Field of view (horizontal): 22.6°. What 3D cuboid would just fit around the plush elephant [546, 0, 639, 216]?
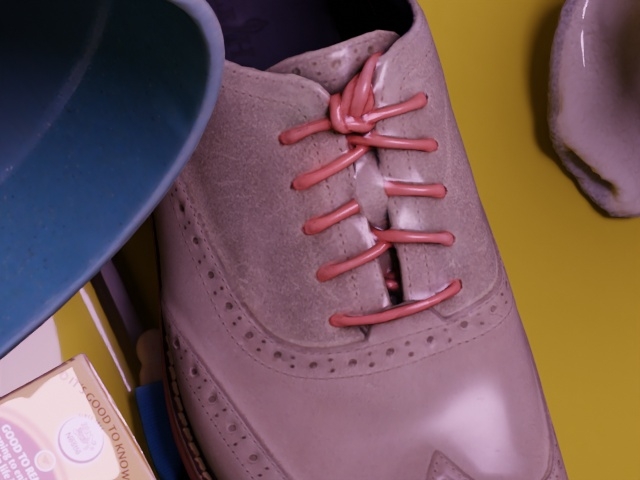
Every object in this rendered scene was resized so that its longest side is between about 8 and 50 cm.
[{"bbox_3d":[0.248,-0.068,0.638,0.272,0.255,0.330,-2,39,-16],"label":"plush elephant"}]

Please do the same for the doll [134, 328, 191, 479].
[{"bbox_3d":[-0.012,0.068,0.599,0.129,0.046,0.189,33,65,-2],"label":"doll"}]

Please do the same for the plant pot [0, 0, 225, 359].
[{"bbox_3d":[-0.211,-0.072,0.442,0.272,0.271,0.255,-32,76,-26],"label":"plant pot"}]

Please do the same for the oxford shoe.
[{"bbox_3d":[0.000,0.000,0.532,0.123,0.130,0.348,-19,70,-16],"label":"oxford shoe"}]

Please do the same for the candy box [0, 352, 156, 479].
[{"bbox_3d":[-0.152,0.105,0.494,0.187,0.109,0.053,-31,91,-26],"label":"candy box"}]
